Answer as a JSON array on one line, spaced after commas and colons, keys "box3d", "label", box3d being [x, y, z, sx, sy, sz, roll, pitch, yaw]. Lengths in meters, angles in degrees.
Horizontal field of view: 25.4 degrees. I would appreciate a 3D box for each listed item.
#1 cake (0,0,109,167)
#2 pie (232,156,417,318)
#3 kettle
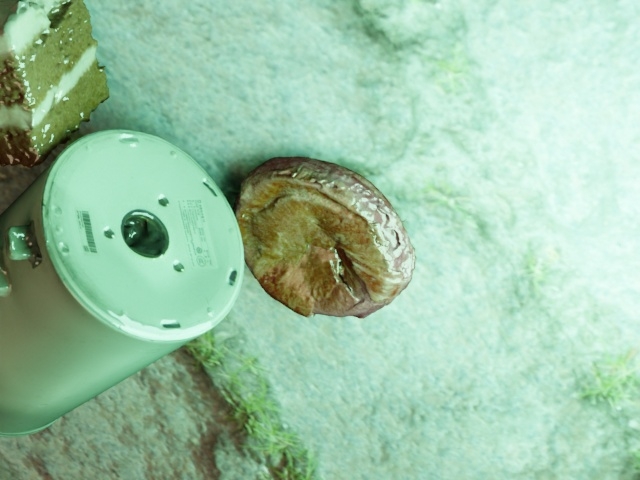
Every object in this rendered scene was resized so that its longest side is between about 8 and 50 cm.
[{"box3d": [-0.282, -0.159, 1.265, 0.135, 0.135, 0.147, 2, 129, 25], "label": "cake"}, {"box3d": [0.000, 0.000, 1.321, 0.182, 0.049, 0.182, 16, 132, 18], "label": "pie"}, {"box3d": [-0.258, 0.063, 1.337, 0.318, 0.265, 0.205, -31, 97, 46], "label": "kettle"}]
